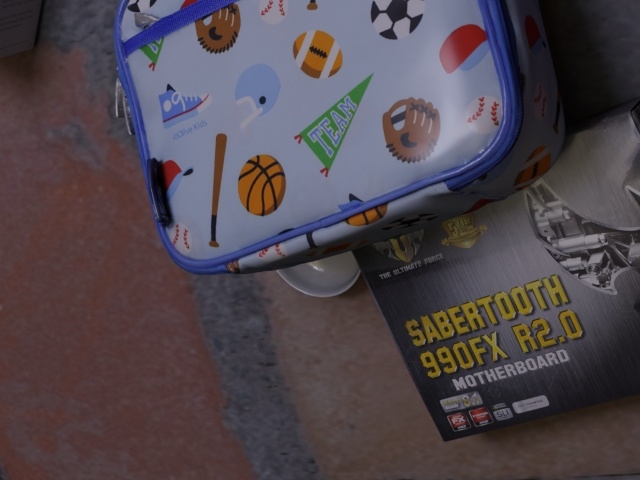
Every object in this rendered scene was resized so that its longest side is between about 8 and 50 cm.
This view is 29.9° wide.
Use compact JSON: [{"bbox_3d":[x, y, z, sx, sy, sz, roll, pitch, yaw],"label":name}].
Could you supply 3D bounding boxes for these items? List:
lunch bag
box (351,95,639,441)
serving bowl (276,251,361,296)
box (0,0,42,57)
[{"bbox_3d":[-0.003,-0.115,0.793,0.303,0.115,0.243,-17,81,31],"label":"lunch bag"},{"bbox_3d":[0.151,0.026,0.826,0.231,0.056,0.183,-20,100,33],"label":"box"},{"bbox_3d":[0.000,0.000,0.913,0.083,0.027,0.083,10,115,24],"label":"serving bowl"},{"bbox_3d":[-0.279,-0.226,0.907,0.091,0.130,0.170,28,120,17],"label":"box"}]
